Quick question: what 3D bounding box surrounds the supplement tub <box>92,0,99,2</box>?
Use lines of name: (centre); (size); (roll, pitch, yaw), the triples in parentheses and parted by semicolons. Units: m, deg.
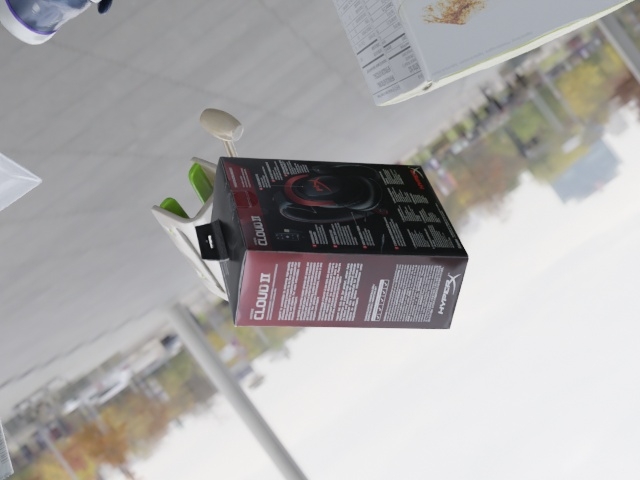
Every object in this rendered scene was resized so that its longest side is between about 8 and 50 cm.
supplement tub: (-0.184, -0.441, 1.444); (0.324, 0.235, 0.235); (-37, 180, 4)

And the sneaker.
sneaker: (-0.334, -0.437, 1.733); (0.130, 0.323, 0.236); (22, 135, -36)

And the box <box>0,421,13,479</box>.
box: (-0.545, 0.333, 2.027); (0.087, 0.101, 0.102); (-13, -179, 10)

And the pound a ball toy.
pound a ball toy: (-0.152, -0.051, 2.293); (0.208, 0.135, 0.319); (-53, 145, -20)

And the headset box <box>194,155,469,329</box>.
headset box: (0.000, 0.000, 1.548); (0.218, 0.293, 0.110); (-111, -153, -55)

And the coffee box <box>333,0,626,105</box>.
coffee box: (0.190, -0.392, 1.664); (0.337, 0.335, 0.338); (-23, -176, -7)

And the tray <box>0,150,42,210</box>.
tray: (-0.451, -0.077, 1.564); (0.145, 0.030, 0.270); (-35, 162, 4)
